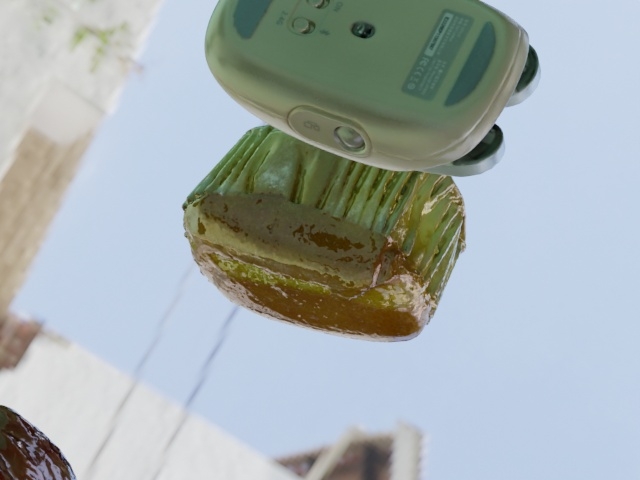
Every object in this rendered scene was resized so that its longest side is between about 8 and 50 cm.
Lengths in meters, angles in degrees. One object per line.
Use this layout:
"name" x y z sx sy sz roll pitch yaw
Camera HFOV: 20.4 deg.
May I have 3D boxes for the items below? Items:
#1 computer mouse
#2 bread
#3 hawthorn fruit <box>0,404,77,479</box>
"computer mouse" 0.034 -0.127 1.270 0.082 0.237 0.145 84 28 -60
"bread" 0.000 0.000 1.841 0.288 0.204 0.156 14 -129 23
"hawthorn fruit" -0.224 0.194 0.897 0.205 0.205 0.253 -149 -110 -67
